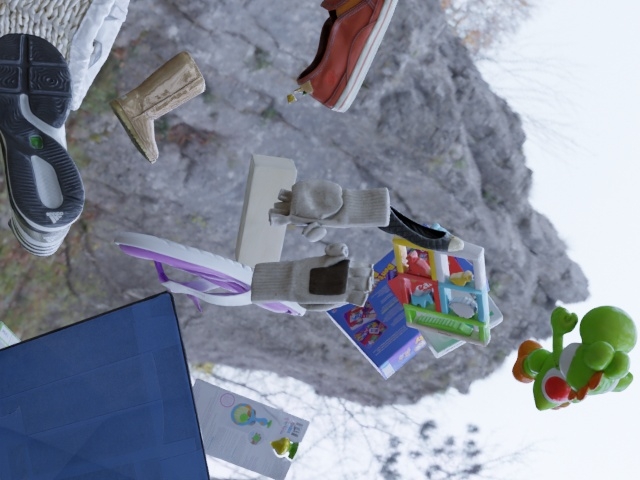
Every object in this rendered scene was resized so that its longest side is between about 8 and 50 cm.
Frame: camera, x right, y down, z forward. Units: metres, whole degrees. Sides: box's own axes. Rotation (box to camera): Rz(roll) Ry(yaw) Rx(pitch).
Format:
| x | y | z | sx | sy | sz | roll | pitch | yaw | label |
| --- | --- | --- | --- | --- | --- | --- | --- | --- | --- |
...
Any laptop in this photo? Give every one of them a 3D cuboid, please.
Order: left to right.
| x | y | z | sx | sy | sz | roll | pitch | yaw | label |
| --- | --- | --- | --- | --- | --- | --- | --- | --- | --- |
| -0.337 | 0.305 | 0.870 | 0.382 | 0.236 | 0.408 | -20 | -159 | 25 | laptop |

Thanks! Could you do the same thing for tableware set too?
| x | y | z | sx | sy | sz | roll | pitch | yaw | label |
| --- | --- | --- | --- | --- | --- | --- | --- | --- | --- |
| -0.029 | -0.371 | 1.915 | 0.104 | 0.024 | 0.154 | -26 | -171 | -37 | tableware set |

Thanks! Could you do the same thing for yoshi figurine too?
| x | y | z | sx | sy | sz | roll | pitch | yaw | label |
| --- | --- | --- | --- | --- | --- | --- | --- | --- | --- |
| 0.545 | 0.236 | 1.603 | 0.362 | 0.204 | 0.202 | 116 | -32 | -71 | yoshi figurine |

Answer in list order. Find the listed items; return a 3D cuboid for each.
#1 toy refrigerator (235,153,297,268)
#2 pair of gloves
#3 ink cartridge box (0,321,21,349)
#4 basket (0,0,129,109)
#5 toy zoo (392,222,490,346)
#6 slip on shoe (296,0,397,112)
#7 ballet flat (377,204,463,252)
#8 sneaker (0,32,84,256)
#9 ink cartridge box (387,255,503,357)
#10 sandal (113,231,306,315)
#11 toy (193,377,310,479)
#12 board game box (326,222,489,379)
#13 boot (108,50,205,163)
| x | y | z | sx | sy | sz | roll | pitch | yaw | label |
| --- | --- | --- | --- | --- | --- | --- | --- | --- | --- |
| -0.135 | -0.066 | 1.867 | 0.094 | 0.102 | 0.269 | -111 | -150 | -63 | toy refrigerator |
| 0.000 | 0.000 | 1.253 | 0.204 | 0.042 | 0.240 | 5 | -120 | 15 | pair of gloves |
| -0.551 | 0.259 | 1.391 | 0.109 | 0.209 | 0.062 | -35 | -156 | 2 | ink cartridge box |
| -0.603 | -0.546 | 1.783 | 0.331 | 0.267 | 0.328 | -37 | -149 | 61 | basket |
| 0.252 | 0.085 | 1.610 | 0.192 | 0.293 | 0.030 | 11 | -138 | 32 | toy zoo |
| 0.055 | -0.370 | 1.222 | 0.123 | 0.101 | 0.331 | -112 | -137 | -69 | slip on shoe |
| 0.182 | -0.020 | 1.424 | 0.057 | 0.173 | 0.049 | -38 | 145 | -61 | ballet flat |
| -0.588 | -0.175 | 1.539 | 0.257 | 0.169 | 0.447 | -45 | -126 | 52 | sneaker |
| 0.290 | 0.138 | 1.819 | 0.181 | 0.056 | 0.224 | -28 | -111 | -9 | ink cartridge box |
| -0.190 | 0.088 | 1.431 | 0.169 | 0.416 | 0.102 | 0 | -109 | 54 | sandal |
| -0.155 | 0.365 | 1.510 | 0.056 | 0.237 | 0.136 | -110 | -137 | -83 | toy |
| 0.215 | 0.148 | 1.952 | 0.347 | 0.078 | 0.233 | -39 | -126 | -6 | board game box |
| -0.446 | -0.383 | 2.254 | 0.270 | 0.236 | 0.089 | -37 | -139 | -14 | boot |
